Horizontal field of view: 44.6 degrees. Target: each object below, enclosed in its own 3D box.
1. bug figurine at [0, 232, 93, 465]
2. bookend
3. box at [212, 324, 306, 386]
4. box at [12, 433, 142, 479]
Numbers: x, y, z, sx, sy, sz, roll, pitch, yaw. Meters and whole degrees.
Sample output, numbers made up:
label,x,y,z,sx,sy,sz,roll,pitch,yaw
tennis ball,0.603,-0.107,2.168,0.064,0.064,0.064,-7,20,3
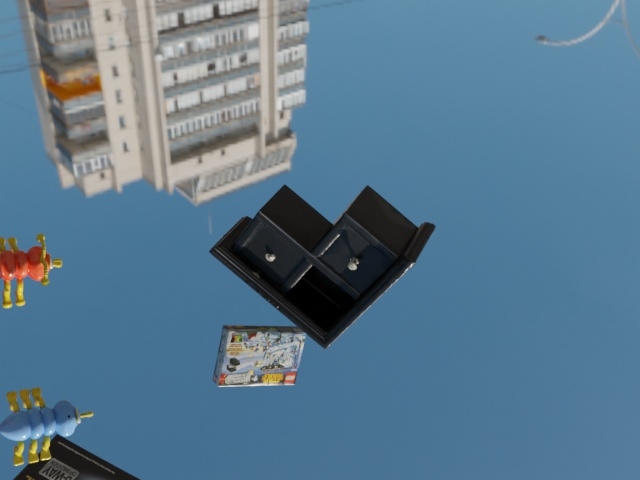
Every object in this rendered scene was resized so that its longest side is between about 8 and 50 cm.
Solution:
label,x,y,z,sx,sy,sz,roll,pitch,yaw
bug figurine,-0.386,0.126,0.895,0.216,0.072,0.278,-8,-100,-33
bookend,0.000,0.000,0.770,0.156,0.157,0.072,41,-142,-2
box,-0.095,0.181,1.226,0.137,0.093,0.027,5,-166,-31
box,-0.441,0.527,1.437,0.308,0.076,0.242,24,-140,14
